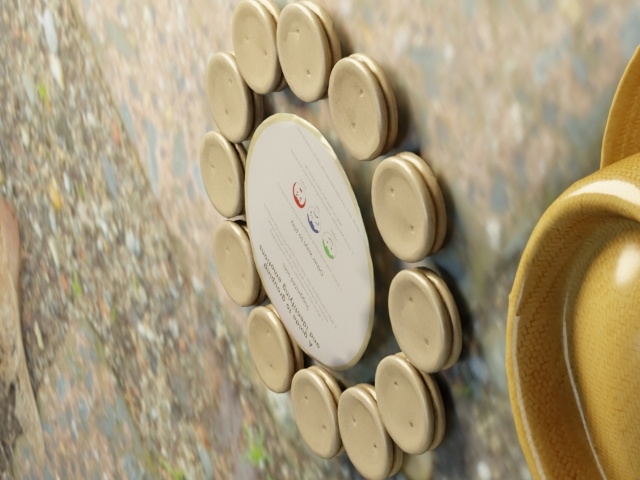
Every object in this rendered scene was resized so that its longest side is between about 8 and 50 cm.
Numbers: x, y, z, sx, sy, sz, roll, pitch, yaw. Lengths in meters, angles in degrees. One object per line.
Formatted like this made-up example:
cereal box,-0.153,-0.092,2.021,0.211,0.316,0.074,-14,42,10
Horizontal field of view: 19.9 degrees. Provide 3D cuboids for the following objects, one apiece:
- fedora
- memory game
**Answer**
fedora,0.098,0.036,0.424,0.194,0.079,0.194,40,138,50
memory game,0.000,0.000,0.678,0.186,0.012,0.186,39,137,50
